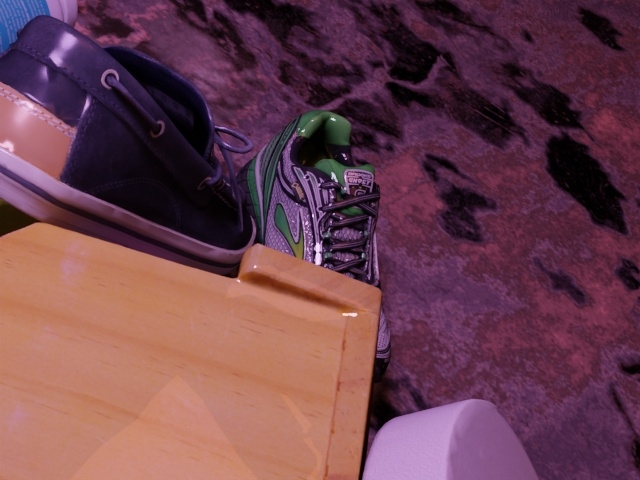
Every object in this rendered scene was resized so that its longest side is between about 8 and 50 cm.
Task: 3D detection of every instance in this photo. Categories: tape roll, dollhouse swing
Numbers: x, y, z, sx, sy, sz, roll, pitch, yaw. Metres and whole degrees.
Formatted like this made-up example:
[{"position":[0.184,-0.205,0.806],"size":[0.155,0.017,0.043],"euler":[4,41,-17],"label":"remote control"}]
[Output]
[{"position":[0.134,0.315,1.189],"size":[0.392,0.072,0.392],"euler":[-16,90,-71],"label":"tape roll"},{"position":[-0.123,0.202,1.163],"size":[0.305,0.315,0.346],"euler":[6,50,3],"label":"dollhouse swing"}]

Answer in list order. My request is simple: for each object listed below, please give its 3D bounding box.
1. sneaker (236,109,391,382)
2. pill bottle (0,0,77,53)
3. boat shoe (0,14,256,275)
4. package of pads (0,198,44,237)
[{"position":[0.000,0.000,1.571],"size":[0.134,0.146,0.343],"euler":[12,41,-32],"label":"sneaker"},{"position":[-0.348,-0.202,1.500],"size":[0.146,0.146,0.264],"euler":[42,34,8],"label":"pill bottle"},{"position":[-0.158,-0.078,1.369],"size":[0.187,0.156,0.500],"euler":[29,1,18],"label":"boat shoe"},{"position":[-0.261,0.079,1.281],"size":[0.229,0.101,0.296],"euler":[29,34,-13],"label":"package of pads"}]
